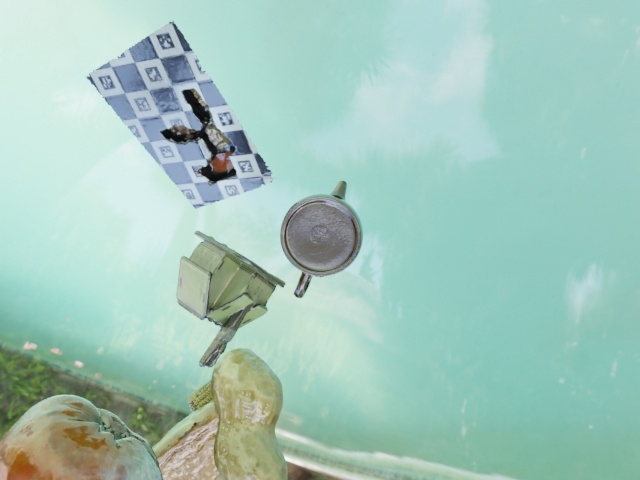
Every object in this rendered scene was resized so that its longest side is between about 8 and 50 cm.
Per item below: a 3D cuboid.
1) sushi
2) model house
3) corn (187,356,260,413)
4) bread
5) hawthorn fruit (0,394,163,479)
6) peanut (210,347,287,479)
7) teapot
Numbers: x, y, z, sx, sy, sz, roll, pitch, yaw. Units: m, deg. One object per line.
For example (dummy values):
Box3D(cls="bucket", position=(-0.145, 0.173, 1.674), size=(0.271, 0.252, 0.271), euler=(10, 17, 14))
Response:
Box3D(cls="sushi", position=(-0.201, -0.186, 0.922), size=(0.192, 0.043, 0.279), euler=(-17, 124, 31))
Box3D(cls="model house", position=(-0.263, 0.149, 1.432), size=(0.218, 0.278, 0.205), euler=(27, 171, 38))
Box3D(cls="corn", position=(-0.241, 0.379, 1.546), size=(0.080, 0.231, 0.080), euler=(30, 135, 36))
Box3D(cls="bread", position=(-0.263, 0.584, 1.394), size=(0.328, 0.337, 0.148), euler=(49, 176, -1))
Box3D(cls="hawthorn fruit", position=(-0.346, 0.332, 0.792), size=(0.235, 0.263, 0.231), euler=(-122, 13, -61))
Box3D(cls="peanut", position=(-0.080, 0.214, 0.682), size=(0.089, 0.193, 0.089), euler=(-8, 151, -4))
Box3D(cls="teapot", position=(0.000, 0.000, 0.562), size=(0.076, 0.121, 0.068), euler=(20, -173, 2))
